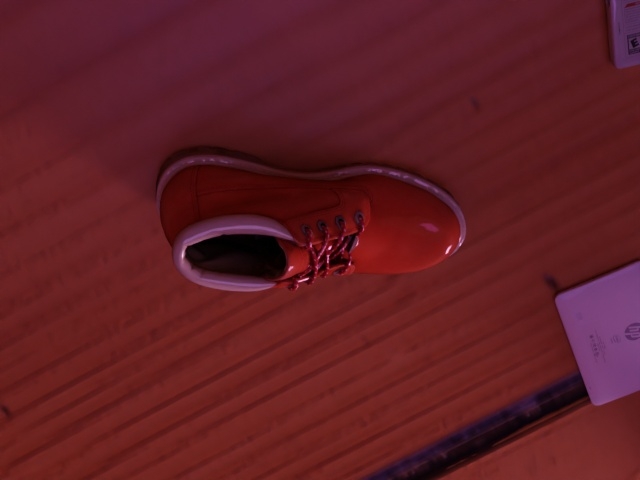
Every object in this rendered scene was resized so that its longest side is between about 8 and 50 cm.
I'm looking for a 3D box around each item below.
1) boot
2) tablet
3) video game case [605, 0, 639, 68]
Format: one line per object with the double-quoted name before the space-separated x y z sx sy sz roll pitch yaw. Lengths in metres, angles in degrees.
"boot" 0.000 0.000 0.539 0.158 0.084 0.059 5 115 -12
"tablet" 0.169 0.054 0.632 0.054 0.006 0.083 -23 118 4
"video game case" 0.175 -0.148 0.526 0.087 0.011 0.122 -13 118 0
